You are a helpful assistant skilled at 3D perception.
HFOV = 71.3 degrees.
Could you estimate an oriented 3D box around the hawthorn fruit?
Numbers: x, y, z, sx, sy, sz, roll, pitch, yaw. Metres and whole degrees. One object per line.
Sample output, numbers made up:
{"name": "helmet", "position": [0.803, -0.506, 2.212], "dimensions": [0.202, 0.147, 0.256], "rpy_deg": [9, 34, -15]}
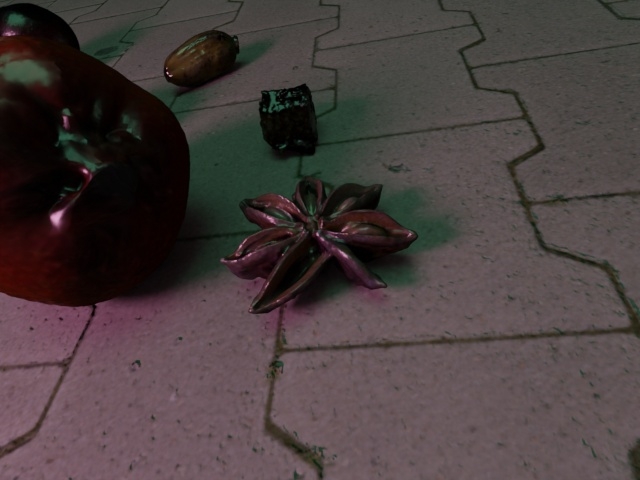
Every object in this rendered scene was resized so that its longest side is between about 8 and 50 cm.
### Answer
{"name": "hawthorn fruit", "position": [-0.303, -0.080, 0.509], "dimensions": [0.311, 0.295, 0.295], "rpy_deg": [30, 59, 32]}

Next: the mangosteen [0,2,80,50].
{"name": "mangosteen", "position": [-0.680, -0.437, 1.050], "dimensions": [0.194, 0.194, 0.230], "rpy_deg": [0, 76, 14]}

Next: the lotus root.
{"name": "lotus root", "position": [-0.248, -0.382, 0.936], "dimensions": [0.179, 0.089, 0.080], "rpy_deg": [-34, 11, -15]}

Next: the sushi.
{"name": "sushi", "position": [-0.049, -0.190, 0.699], "dimensions": [0.084, 0.098, 0.094], "rpy_deg": [-5, 26, 5]}

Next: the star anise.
{"name": "star anise", "position": [-0.008, -0.010, 0.511], "dimensions": [0.212, 0.073, 0.196], "rpy_deg": [-12, 48, -2]}
